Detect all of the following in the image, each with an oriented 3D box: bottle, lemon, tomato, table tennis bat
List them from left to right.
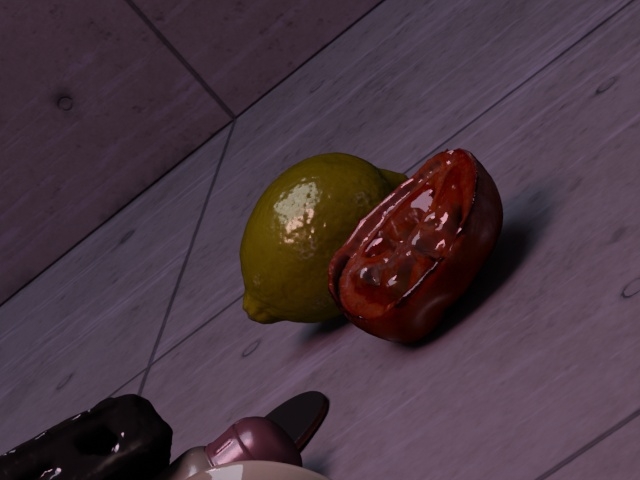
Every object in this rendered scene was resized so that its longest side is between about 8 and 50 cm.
[{"bbox_3d":[-0.122,0.269,1.972,0.233,0.110,0.110,-41,15,7],"label":"bottle"},{"bbox_3d":[-0.092,0.257,2.109,0.274,0.021,0.154,-46,15,-24],"label":"table tennis bat"},{"bbox_3d":[0.000,0.000,2.289,0.248,0.184,0.184,-41,15,3],"label":"lemon"},{"bbox_3d":[0.114,0.021,2.104,0.228,0.101,0.228,-41,22,21],"label":"tomato"}]

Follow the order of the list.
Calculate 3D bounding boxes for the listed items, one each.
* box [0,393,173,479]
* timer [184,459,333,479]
[{"bbox_3d":[-0.312,0.308,2.033,0.359,0.091,0.350,-29,-18,-17],"label":"box"},{"bbox_3d":[-0.054,0.312,1.418,0.175,0.175,0.266,-32,29,33],"label":"timer"}]
